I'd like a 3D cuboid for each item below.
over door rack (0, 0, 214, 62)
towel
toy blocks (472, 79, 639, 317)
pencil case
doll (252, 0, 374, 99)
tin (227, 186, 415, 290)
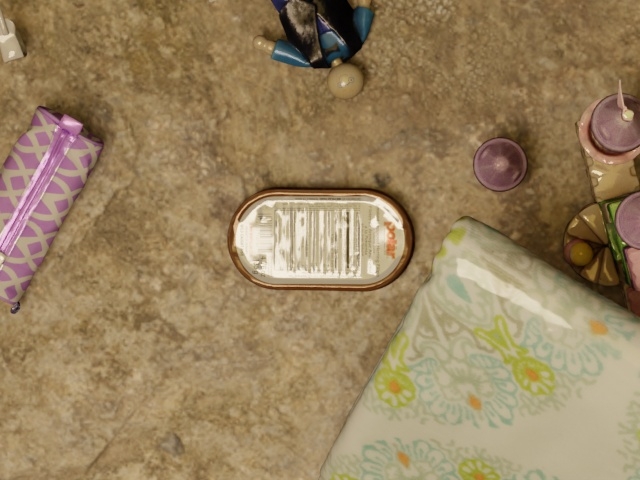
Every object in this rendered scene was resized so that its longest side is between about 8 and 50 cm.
[{"bbox_3d":[-0.235,-0.333,1.722,0.239,0.108,0.324,-16,120,0],"label":"over door rack"},{"bbox_3d":[0.192,0.189,1.687,0.320,0.090,0.374,30,131,4],"label":"towel"},{"bbox_3d":[0.283,0.003,1.682,0.309,0.260,0.288,-14,90,5],"label":"toy blocks"},{"bbox_3d":[-0.297,-0.035,1.819,0.086,0.088,0.206,28,92,2],"label":"pencil case"},{"bbox_3d":[-0.011,-0.227,1.811,0.129,0.046,0.189,-28,95,-4],"label":"doll"},{"bbox_3d":[0.000,0.000,1.820,0.190,0.040,0.106,0,95,5],"label":"tin"}]
